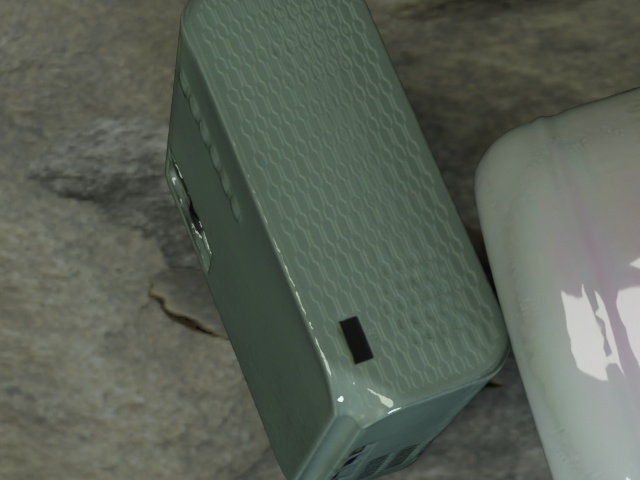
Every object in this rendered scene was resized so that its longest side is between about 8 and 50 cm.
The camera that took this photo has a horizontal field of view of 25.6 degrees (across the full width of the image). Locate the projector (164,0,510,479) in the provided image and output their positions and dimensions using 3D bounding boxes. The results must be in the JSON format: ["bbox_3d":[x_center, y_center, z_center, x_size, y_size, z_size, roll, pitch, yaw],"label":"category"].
[{"bbox_3d":[0.000,0.000,0.795,0.108,0.198,0.250,-18,71,-16],"label":"projector"}]

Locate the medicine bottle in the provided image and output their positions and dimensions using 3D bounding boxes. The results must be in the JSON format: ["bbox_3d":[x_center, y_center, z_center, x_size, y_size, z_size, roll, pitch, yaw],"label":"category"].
[{"bbox_3d":[0.247,0.022,0.689,0.302,0.241,0.241,-17,74,9],"label":"medicine bottle"}]
